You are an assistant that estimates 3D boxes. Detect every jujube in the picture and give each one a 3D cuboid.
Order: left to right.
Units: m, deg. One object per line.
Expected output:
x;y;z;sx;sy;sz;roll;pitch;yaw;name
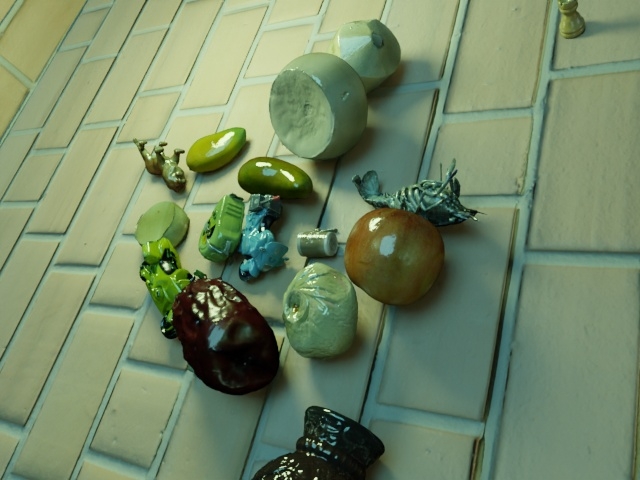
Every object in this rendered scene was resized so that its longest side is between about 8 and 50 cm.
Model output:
-0.256;0.245;1.521;0.377;0.258;0.258;28;78;45;jujube

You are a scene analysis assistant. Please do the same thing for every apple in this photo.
0.172;0.043;1.412;0.254;0.253;0.253;-15;55;22;apple

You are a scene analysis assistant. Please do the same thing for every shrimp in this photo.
0.250;-0.115;1.517;0.222;0.165;0.411;-20;12;-35;shrimp

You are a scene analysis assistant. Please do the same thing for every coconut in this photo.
0.134;-0.581;1.821;0.241;0.241;0.241;-15;55;22;coconut

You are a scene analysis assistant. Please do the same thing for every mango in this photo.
-0.366;-0.315;2.041;0.238;0.091;0.137;-18;60;20;mango
-0.135;-0.187;1.794;0.289;0.146;0.129;17;84;30;mango

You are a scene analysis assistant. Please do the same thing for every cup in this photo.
0.000;0.008;1.650;0.099;0.102;0.074;0;100;29;cup

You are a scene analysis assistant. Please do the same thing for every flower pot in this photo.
-0.003;0.510;1.216;0.267;0.266;0.267;11;58;35;flower pot

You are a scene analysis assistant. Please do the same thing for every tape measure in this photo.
-0.303;-0.019;1.791;0.175;0.106;0.199;-39;40;42;tape measure

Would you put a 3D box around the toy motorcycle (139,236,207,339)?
-0.452;0.125;1.781;0.206;0.142;0.342;-38;51;2;toy motorcycle

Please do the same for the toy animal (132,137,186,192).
-0.579;-0.274;2.124;0.312;0.097;0.157;24;116;44;toy animal

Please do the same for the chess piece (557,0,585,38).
0.689;-0.624;1.602;0.066;0.122;0.066;-14;55;22;chess piece

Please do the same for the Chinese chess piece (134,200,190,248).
-0.538;-0.044;1.978;0.189;0.083;0.188;-17;53;24;Chinese chess piece

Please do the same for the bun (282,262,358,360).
-0.017;0.182;1.444;0.244;0.153;0.243;-24;62;60;bun

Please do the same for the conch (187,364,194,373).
-0.332;0.347;1.629;0.085;0.056;0.076;-35;63;8;conch

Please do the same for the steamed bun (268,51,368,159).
0.005;-0.404;1.751;0.324;0.324;0.206;23;37;38;steamed bun

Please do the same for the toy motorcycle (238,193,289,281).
-0.168;-0.017;1.715;0.182;0.124;0.271;-14;61;41;toy motorcycle
